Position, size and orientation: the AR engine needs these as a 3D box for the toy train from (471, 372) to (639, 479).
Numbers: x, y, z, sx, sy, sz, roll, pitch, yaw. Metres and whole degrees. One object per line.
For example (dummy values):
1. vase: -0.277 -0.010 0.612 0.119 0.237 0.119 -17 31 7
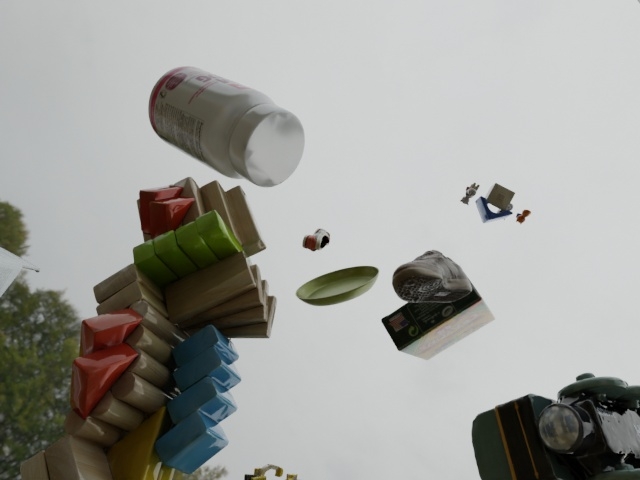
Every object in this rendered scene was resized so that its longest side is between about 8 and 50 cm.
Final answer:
1. toy train: 0.352 0.268 0.645 0.190 0.334 0.142 -38 -137 39

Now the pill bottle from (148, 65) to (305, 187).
1. pill bottle: -0.171 -0.206 0.911 0.283 0.160 0.160 30 -56 35

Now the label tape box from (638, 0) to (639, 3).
1. label tape box: 0.313 -0.225 0.288 0.241 0.106 0.333 -10 -122 9

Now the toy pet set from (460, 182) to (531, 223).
1. toy pet set: 0.315 -0.052 0.914 0.122 0.114 0.065 29 -94 7

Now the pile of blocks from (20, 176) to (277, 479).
1. pile of blocks: -0.130 0.073 0.424 0.149 0.362 0.112 -6 -35 15

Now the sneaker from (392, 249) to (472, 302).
1. sneaker: 0.153 0.048 0.739 0.066 0.188 0.071 -37 -122 26

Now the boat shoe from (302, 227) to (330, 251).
1. boat shoe: 0.000 0.000 1.204 0.043 0.137 0.049 9 -81 18

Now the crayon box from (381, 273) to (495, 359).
1. crayon box: 0.285 0.185 1.157 0.202 0.318 0.081 -36 -117 12

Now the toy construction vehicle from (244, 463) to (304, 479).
1. toy construction vehicle: -0.079 0.392 0.827 0.086 0.098 0.035 -14 -108 42

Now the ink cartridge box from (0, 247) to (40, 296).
1. ink cartridge box: -0.497 -0.032 0.505 0.324 0.071 0.330 29 -13 -6

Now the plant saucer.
1. plant saucer: 0.051 0.129 1.394 0.241 0.241 0.037 -7 -75 42
